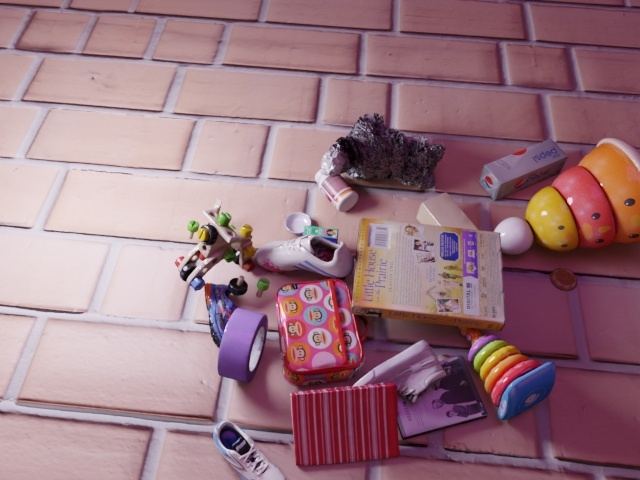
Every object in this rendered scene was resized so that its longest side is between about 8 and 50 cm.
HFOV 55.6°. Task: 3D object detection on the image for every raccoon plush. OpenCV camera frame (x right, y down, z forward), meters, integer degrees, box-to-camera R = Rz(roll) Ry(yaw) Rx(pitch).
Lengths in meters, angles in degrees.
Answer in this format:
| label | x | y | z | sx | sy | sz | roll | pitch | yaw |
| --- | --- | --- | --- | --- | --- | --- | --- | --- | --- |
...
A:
| label | x | y | z | sx | sy | sz | roll | pitch | yaw |
| --- | --- | --- | --- | --- | --- | --- | --- | --- | --- |
| raccoon plush | 0.211 | -0.229 | 1.953 | 0.299 | 0.216 | 0.446 | 24 | 41 | 14 |

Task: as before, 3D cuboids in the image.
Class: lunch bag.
| label | x | y | z | sx | sy | sz | roll | pitch | yaw |
| --- | --- | --- | --- | --- | --- | --- | --- | --- | --- |
| lunch bag | 0.010 | 0.254 | 1.711 | 0.258 | 0.120 | 0.293 | -5 | 55 | -9 |

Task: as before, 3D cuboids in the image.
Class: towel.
| label | x | y | z | sx | sy | sz | roll | pitch | yaw |
| --- | --- | --- | --- | --- | --- | --- | --- | --- | --- |
| towel | 0.066 | 0.469 | 1.552 | 0.274 | 0.031 | 0.199 | -4 | 94 | -3 |

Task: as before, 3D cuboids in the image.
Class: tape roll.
| label | x | y | z | sx | sy | sz | roll | pitch | yaw |
| --- | --- | --- | --- | --- | --- | --- | --- | --- | --- |
| tape roll | -0.207 | 0.282 | 1.639 | 0.080 | 0.189 | 0.189 | 12 | 56 | 8 |

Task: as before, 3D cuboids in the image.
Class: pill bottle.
| label | x | y | z | sx | sy | sz | roll | pitch | yaw |
| --- | --- | --- | --- | --- | --- | --- | --- | --- | --- |
| pill bottle | 0.050 | -0.172 | 2.016 | 0.086 | 0.086 | 0.152 | -29 | 61 | -19 |

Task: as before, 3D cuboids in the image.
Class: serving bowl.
| label | x | y | z | sx | sy | sz | roll | pitch | yaw |
| --- | --- | --- | --- | --- | --- | --- | --- | --- | --- |
| serving bowl | -0.073 | -0.051 | 1.966 | 0.083 | 0.027 | 0.083 | 1 | 55 | -1 |

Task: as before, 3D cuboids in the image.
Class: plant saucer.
| label | x | y | z | sx | sy | sz | roll | pitch | yaw |
| --- | --- | --- | --- | --- | --- | --- | --- | --- | --- |
| plant saucer | 0.750 | 0.116 | 1.869 | 0.083 | 0.015 | 0.083 | 0 | 56 | 0 |

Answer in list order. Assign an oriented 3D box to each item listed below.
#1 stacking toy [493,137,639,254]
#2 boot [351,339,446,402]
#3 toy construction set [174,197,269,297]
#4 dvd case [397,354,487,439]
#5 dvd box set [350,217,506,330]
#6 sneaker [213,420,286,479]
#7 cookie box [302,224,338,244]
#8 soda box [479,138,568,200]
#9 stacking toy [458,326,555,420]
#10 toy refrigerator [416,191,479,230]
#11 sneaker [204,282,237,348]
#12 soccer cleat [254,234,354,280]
| label | x | y | z | sx | sy | sz | roll | pitch | yaw |
| --- | --- | --- | --- | --- | --- | --- | --- | --- | --- |
| stacking toy | 0.765 | -0.072 | 1.880 | 0.480 | 0.350 | 0.351 | -25 | 57 | 6 |
| boot | 0.207 | 0.377 | 1.604 | 0.258 | 0.095 | 0.123 | -30 | 69 | -11 |
| toy construction set | -0.288 | -0.019 | 1.785 | 0.257 | 0.237 | 0.309 | 3 | 39 | -28 |
| dvd case | 0.306 | 0.421 | 1.646 | 0.238 | 0.029 | 0.179 | -12 | 57 | -8 |
| dvd box set | 0.307 | 0.091 | 1.740 | 0.420 | 0.062 | 0.308 | 6 | 55 | 2 |
| sneaker | -0.182 | 0.546 | 1.522 | 0.237 | 0.086 | 0.085 | 37 | 61 | 20 |
| cookie box | 0.000 | 0.000 | 1.894 | 0.107 | 0.092 | 0.040 | 6 | 53 | 3 |
| soda box | 0.689 | -0.243 | 2.068 | 0.286 | 0.091 | 0.098 | -22 | 58 | -15 |
| stacking toy | 0.472 | 0.320 | 1.660 | 0.165 | 0.175 | 0.302 | -22 | 47 | -18 |
| toy refrigerator | 0.424 | -0.014 | 1.911 | 0.102 | 0.094 | 0.269 | -23 | 61 | -20 |
| sneaker | -0.281 | 0.211 | 1.755 | 0.087 | 0.083 | 0.221 | -8 | 58 | -13 |
| soccer cleat | -0.056 | 0.029 | 1.807 | 0.331 | 0.143 | 0.116 | 6 | 52 | 24 |
